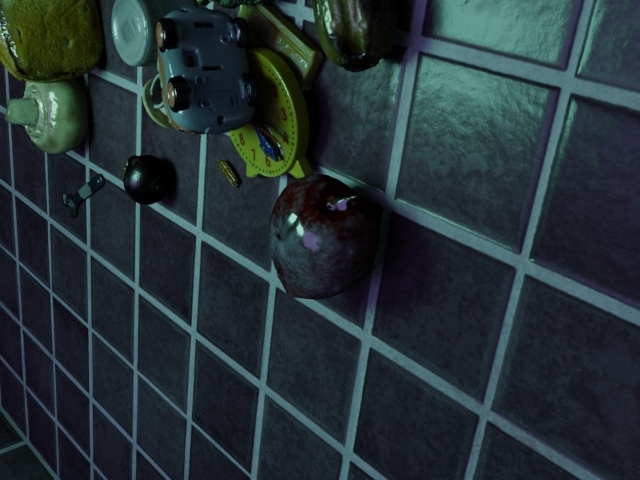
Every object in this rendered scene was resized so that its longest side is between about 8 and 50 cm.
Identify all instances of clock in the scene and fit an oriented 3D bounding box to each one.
[{"bbox_3d":[-0.132,-0.266,1.560,0.277,0.071,0.293,-2,106,53],"label":"clock"}]

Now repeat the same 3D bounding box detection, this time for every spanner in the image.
[{"bbox_3d":[-0.773,-0.147,2.366,0.316,0.024,0.087,-22,87,47],"label":"spanner"}]

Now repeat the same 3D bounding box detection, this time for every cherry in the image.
[{"bbox_3d":[0.000,0.000,1.432,0.230,0.203,0.300,46,132,23],"label":"cherry"}]

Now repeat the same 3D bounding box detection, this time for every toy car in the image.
[{"bbox_3d":[-0.251,-0.336,1.510,0.212,0.180,0.271,-27,73,63],"label":"toy car"}]

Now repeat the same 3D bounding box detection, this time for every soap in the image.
[{"bbox_3d":[-0.090,-0.423,1.525,0.252,0.037,0.092,49,134,26],"label":"soap"}]

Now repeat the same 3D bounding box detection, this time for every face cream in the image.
[{"bbox_3d":[-0.396,-0.509,1.745,0.177,0.153,0.177,17,113,45],"label":"face cream"}]

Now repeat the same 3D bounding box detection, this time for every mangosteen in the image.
[{"bbox_3d":[-0.479,-0.169,1.957,0.151,0.137,0.137,25,120,33],"label":"mangosteen"}]

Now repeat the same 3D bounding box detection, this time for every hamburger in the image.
[{"bbox_3d":[-0.760,-0.581,2.003,0.174,0.304,0.284,0,102,49],"label":"hamburger"}]

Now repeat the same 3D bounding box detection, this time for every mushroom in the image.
[{"bbox_3d":[-0.838,-0.395,2.200,0.260,0.234,0.254,53,131,23],"label":"mushroom"}]

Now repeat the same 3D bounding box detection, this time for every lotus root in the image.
[{"bbox_3d":[0.055,-0.442,1.286,0.154,0.154,0.278,-3,101,48],"label":"lotus root"}]

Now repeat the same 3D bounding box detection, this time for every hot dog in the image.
[{"bbox_3d":[-0.221,-0.165,1.760,0.083,0.021,0.037,56,156,15],"label":"hot dog"}]

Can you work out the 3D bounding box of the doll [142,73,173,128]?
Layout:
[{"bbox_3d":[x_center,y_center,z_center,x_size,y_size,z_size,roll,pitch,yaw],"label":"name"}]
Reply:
[{"bbox_3d":[-0.311,-0.387,1.720,0.208,0.144,0.271,27,124,18],"label":"doll"}]

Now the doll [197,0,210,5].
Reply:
[{"bbox_3d":[-0.272,-0.632,1.628,0.129,0.081,0.207,-23,82,29],"label":"doll"}]

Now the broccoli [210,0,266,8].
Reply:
[{"bbox_3d":[-0.153,-0.656,1.431,0.252,0.221,0.361,-174,81,-66],"label":"broccoli"}]
